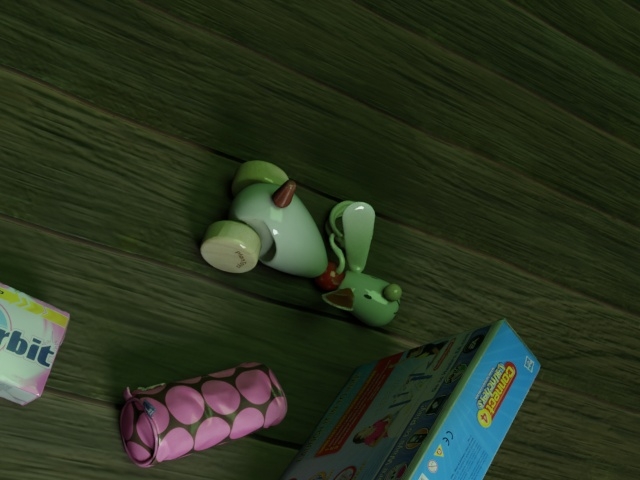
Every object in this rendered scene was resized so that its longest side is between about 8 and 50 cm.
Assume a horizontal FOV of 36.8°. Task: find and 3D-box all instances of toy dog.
[{"bbox_3d":[0.000,0.000,1.370,0.334,0.161,0.220,13,65,-33],"label":"toy dog"}]

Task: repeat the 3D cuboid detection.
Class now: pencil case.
[{"bbox_3d":[-0.147,0.213,1.219,0.209,0.095,0.098,-8,61,-41],"label":"pencil case"}]

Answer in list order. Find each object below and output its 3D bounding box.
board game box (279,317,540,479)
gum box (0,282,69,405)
[{"bbox_3d":[0.095,0.263,1.241,0.086,0.302,0.308,49,51,-11],"label":"board game box"},{"bbox_3d":[-0.387,0.104,1.094,0.188,0.062,0.107,29,57,-25],"label":"gum box"}]
